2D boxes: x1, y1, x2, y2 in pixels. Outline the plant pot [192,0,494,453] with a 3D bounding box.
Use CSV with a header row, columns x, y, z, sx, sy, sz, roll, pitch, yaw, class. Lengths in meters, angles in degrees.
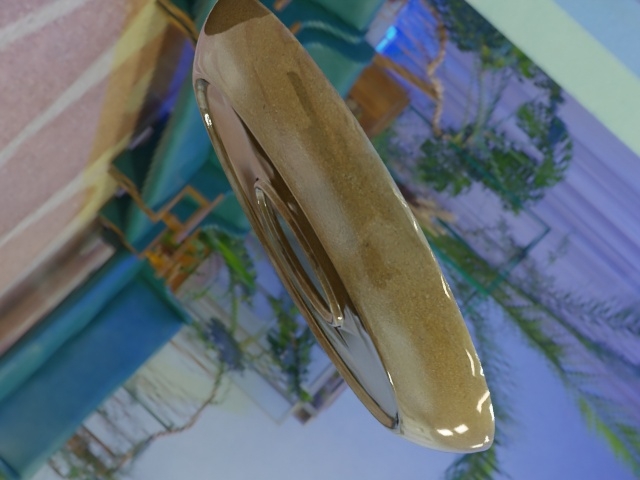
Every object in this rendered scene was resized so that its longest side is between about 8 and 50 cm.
x,y,z,sx,sy,sz,roll,pitch,yaw,class
0.000,0.000,0.498,0.032,0.236,0.236,-29,174,-10,plant pot
